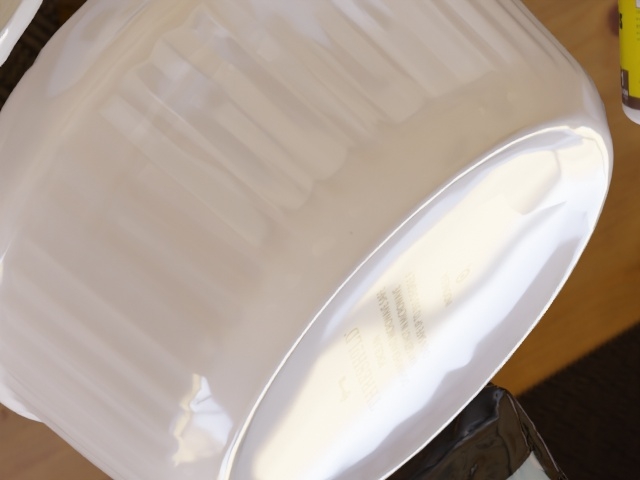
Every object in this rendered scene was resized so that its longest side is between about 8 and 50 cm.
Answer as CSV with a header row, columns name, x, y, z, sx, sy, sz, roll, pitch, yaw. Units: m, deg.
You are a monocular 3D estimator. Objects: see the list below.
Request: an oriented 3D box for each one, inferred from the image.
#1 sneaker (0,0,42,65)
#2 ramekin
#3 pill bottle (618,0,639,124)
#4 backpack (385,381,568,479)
name,x,y,z,sx,sy,sz,roll,pitch,yaw
sneaker,-0.310,-0.074,0.871,0.366,0.135,0.150,-39,171,3
ramekin,0.000,0.000,0.549,0.273,0.127,0.273,-37,154,-22
pill bottle,0.285,-0.199,1.041,0.117,0.117,0.215,-21,113,-40
backpack,0.165,0.329,1.128,0.355,0.290,0.273,42,66,-3
